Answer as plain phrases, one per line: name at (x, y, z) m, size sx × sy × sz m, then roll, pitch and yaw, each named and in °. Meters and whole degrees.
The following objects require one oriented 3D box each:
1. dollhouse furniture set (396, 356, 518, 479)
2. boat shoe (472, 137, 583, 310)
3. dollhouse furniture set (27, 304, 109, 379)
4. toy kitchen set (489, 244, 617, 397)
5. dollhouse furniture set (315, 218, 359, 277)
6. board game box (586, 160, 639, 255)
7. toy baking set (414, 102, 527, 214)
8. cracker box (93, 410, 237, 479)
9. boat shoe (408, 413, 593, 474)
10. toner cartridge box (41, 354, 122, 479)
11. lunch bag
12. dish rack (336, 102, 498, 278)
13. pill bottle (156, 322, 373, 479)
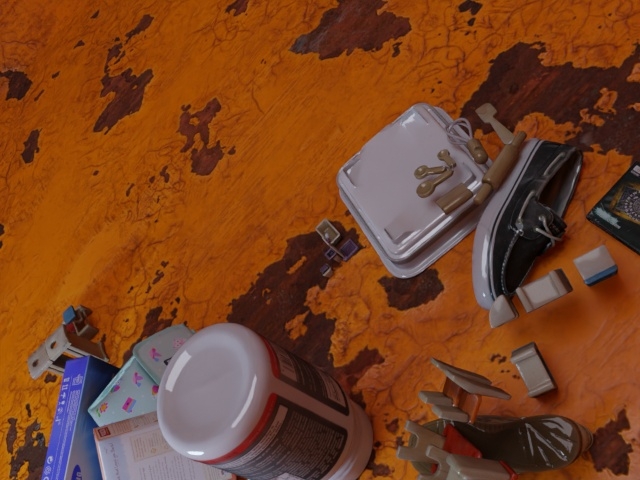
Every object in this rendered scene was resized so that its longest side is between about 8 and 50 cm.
dollhouse furniture set at (0.201, 0.326, 1.076) m, size 0.259 × 0.135 × 0.262 m, roll -154°, pitch 82°, yaw -81°
boat shoe at (0.354, -0.036, 1.313) m, size 0.119 × 0.121 × 0.335 m, roll 4°, pitch 65°, yaw 43°
dollhouse furniture set at (-0.619, 0.245, 1.866) m, size 0.129 × 0.129 × 0.183 m, roll -43°, pitch 48°, yaw 7°
toy kitchen set at (0.389, 0.129, 1.219) m, size 0.207 × 0.122 × 0.166 m, roll -29°, pitch 77°, yaw 17°
dollhouse furniture set at (0.000, 0.000, 1.584) m, size 0.091 × 0.081 × 0.114 m, roll -46°, pitch 46°, yaw 5°
board game box at (0.536, -0.035, 1.243) m, size 0.126 × 0.026 × 0.186 m, roll -47°, pitch 46°, yaw 4°
toy baking set at (0.269, -0.157, 1.400) m, size 0.256 × 0.030 × 0.197 m, roll -51°, pitch 38°, yaw -13°
cracker box at (-0.281, 0.390, 1.419) m, size 0.067 × 0.232 × 0.155 m, roll -159°, pitch 60°, yaw -65°
boat shoe at (0.270, 0.321, 1.198) m, size 0.285 × 0.089 × 0.104 m, roll -11°, pitch 73°, yaw 35°
toner cartridge box at (-0.479, 0.432, 1.626) m, size 0.075 × 0.165 × 0.348 m, roll -16°, pitch 56°, yaw 29°
lunch bag at (-0.303, 0.316, 1.569) m, size 0.223 × 0.160 × 0.262 m, roll 33°, pitch 81°, yaw 42°
dish rack at (0.178, -0.118, 1.533) m, size 0.285 × 0.072 × 0.333 m, roll -41°, pitch 46°, yaw 11°
pill bottle at (-0.073, 0.290, 1.269) m, size 0.210 × 0.363 × 0.210 m, roll -18°, pitch 54°, yaw 27°
